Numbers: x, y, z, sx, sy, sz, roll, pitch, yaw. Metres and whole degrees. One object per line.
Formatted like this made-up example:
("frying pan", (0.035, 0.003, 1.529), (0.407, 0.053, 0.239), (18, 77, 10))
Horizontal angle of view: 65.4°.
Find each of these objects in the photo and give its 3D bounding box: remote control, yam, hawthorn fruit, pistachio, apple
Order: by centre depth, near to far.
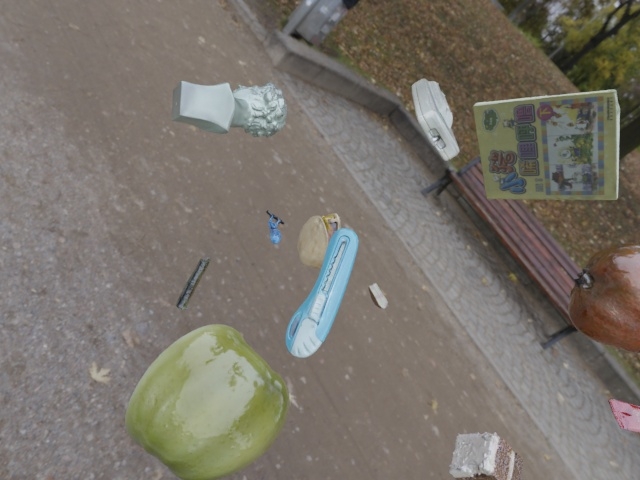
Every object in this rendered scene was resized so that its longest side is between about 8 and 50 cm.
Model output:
("remote control", (0.198, -0.219, 0.860), (0.090, 0.049, 0.230), (52, 24, -23))
("hawthorn fruit", (0.591, 0.124, 0.904), (0.251, 0.199, 0.199), (31, 19, 21))
("yam", (-0.273, 0.089, 1.078), (0.027, 0.129, 0.033), (31, 6, 12))
("apple", (-0.273, 0.427, 1.252), (0.320, 0.360, 0.311), (41, -14, 21))
("pistachio", (0.000, 0.000, 1.756), (0.158, 0.229, 0.157), (11, 40, -9))

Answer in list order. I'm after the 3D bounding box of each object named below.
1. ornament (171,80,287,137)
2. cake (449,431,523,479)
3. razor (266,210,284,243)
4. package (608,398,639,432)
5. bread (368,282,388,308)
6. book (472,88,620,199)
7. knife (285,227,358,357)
("ornament", (-0.195, -0.293, 1.125), (0.285, 0.121, 0.129), (-16, 104, -42))
("cake", (0.433, 0.588, 1.310), (0.147, 0.135, 0.134), (50, 43, -13))
("razor", (-0.158, -0.039, 1.724), (0.082, 0.042, 0.253), (36, 10, -17))
("package", (0.783, 0.429, 1.166), (0.201, 0.022, 0.083), (15, 39, -1))
("bread", (0.222, 0.221, 1.917), (0.108, 0.043, 0.062), (60, -13, 24))
("book", (0.337, -0.135, 0.748), (0.013, 0.193, 0.167), (-48, 130, -42))
("knife", (0.005, 0.078, 0.784), (0.064, 0.221, 0.031), (17, -18, 18))
